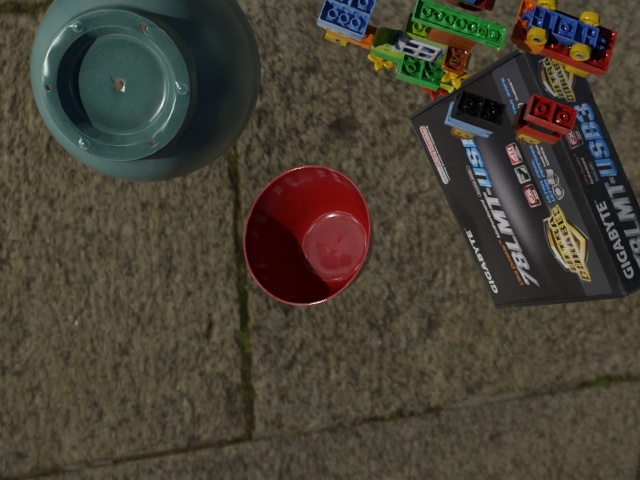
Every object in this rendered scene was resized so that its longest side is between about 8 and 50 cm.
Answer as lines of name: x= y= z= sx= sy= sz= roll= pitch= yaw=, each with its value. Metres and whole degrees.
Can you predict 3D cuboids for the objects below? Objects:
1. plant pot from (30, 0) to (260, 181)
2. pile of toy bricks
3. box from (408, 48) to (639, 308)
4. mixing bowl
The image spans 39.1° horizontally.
plant pot: x=-0.229 y=-0.199 z=1.110 sx=0.293 sy=0.196 sz=0.293 roll=1 pitch=107 yaw=2
pile of toy bricks: x=0.085 y=-0.132 z=0.636 sx=0.212 sy=0.105 sz=0.118 roll=20 pitch=78 yaw=-4
box: x=0.248 y=-0.066 z=1.098 sx=0.073 sy=0.293 sz=0.295 roll=-24 pitch=92 yaw=-21
mixing bowl: x=0.000 y=0.000 z=1.187 sx=0.181 sy=0.181 sz=0.098 roll=-46 pitch=155 yaw=10
